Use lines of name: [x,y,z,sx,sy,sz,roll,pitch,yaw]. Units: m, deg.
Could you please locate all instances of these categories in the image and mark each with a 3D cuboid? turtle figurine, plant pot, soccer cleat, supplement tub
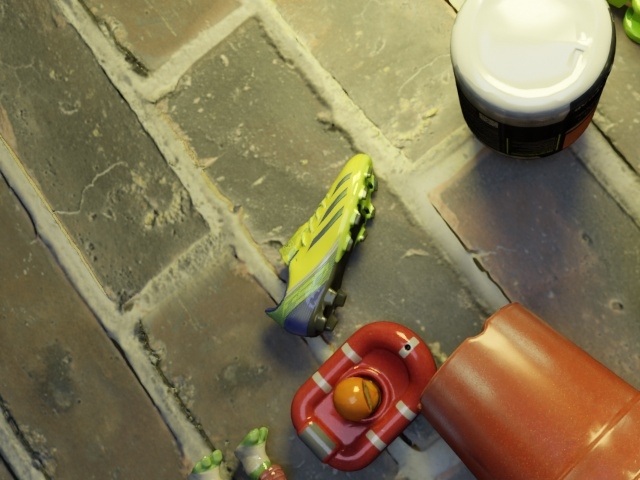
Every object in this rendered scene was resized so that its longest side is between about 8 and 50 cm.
turtle figurine: [-0.048,0.382,1.230,0.198,0.274,0.266,-36,69,-10]
plant pot: [0.289,0.239,1.167,0.272,0.272,0.265,-47,69,4]
soccer cleat: [-0.001,0.000,1.328,0.121,0.093,0.289,18,87,20]
supplement tub: [0.275,-0.217,1.177,0.194,0.316,0.193,-1,83,11]

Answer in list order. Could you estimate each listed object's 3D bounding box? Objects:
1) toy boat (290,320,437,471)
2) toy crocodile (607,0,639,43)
toy boat: [0.058,0.219,1.259,0.151,0.151,0.231,44,94,12]
toy crocodile: [0.535,-0.312,1.236,0.341,0.115,0.105,27,89,14]
